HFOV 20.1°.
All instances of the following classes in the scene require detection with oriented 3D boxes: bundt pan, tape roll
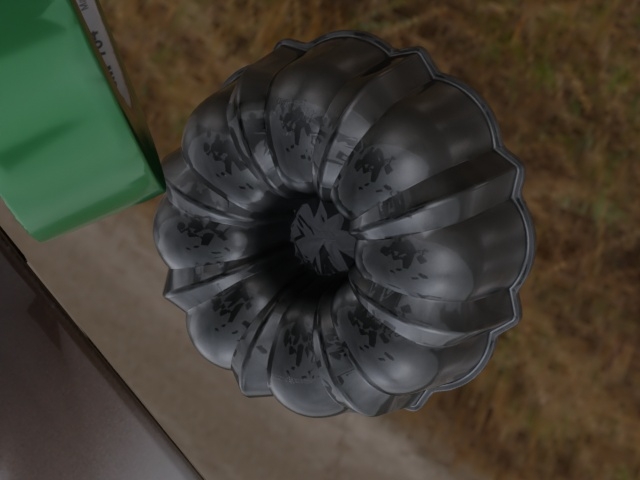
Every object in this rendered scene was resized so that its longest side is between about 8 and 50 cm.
[{"bbox_3d":[0.000,0.000,1.462,0.330,0.124,0.331,7,106,26],"label":"bundt pan"},{"bbox_3d":[-0.178,-0.159,0.968,0.077,0.321,0.321,-23,141,0],"label":"tape roll"}]

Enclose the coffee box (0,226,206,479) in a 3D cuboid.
[{"bbox_3d":[-0.084,0.126,0.464,0.297,0.168,0.119,54,171,-25],"label":"coffee box"}]
